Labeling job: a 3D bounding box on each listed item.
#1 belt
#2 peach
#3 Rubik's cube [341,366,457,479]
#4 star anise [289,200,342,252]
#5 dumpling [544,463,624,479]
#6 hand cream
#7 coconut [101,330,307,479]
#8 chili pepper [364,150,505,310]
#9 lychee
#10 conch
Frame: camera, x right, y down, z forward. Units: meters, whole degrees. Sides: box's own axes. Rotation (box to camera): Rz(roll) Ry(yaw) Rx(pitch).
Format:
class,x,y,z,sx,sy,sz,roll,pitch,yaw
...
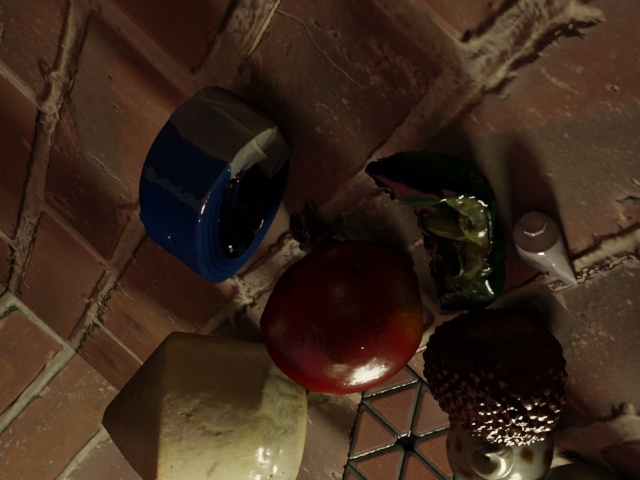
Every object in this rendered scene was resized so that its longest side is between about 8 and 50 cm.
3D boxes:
class,x,y,z,sx,sy,sz,roll,pitch,yaw
belt,-0.146,-0.070,1.570,0.117,0.212,0.347,36,159,15
peach,0.030,0.112,1.586,0.199,0.243,0.243,60,176,48
Rubik's cube,0.136,0.341,1.920,0.233,0.228,0.229,16,132,-41
star anise,0.001,0.002,1.679,0.141,0.042,0.141,33,156,17
dumpling,0.386,0.426,1.645,0.252,0.179,0.131,16,150,41
hand cream,0.262,0.008,1.306,0.084,0.053,0.142,28,168,29
coconut,-0.233,0.372,2.214,0.415,0.345,0.415,2,145,1
chili pepper,0.163,-0.020,1.341,0.148,0.116,0.265,12,144,29
lychee,0.237,0.184,1.462,0.188,0.188,0.188,33,155,18
conch,0.269,0.299,1.655,0.148,0.183,0.275,2,172,-10
